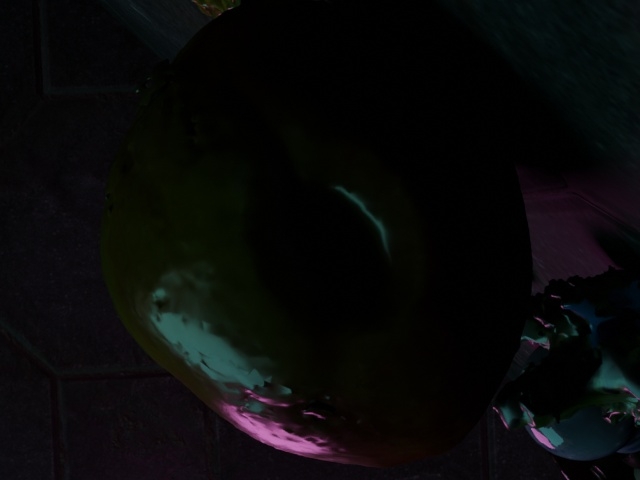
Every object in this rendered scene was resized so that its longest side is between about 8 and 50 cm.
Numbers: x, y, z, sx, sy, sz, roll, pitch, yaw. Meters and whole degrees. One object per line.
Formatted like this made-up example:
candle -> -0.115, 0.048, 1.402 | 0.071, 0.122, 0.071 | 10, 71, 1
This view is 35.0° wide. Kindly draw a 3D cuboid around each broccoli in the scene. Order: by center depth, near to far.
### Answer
broccoli -> 0.207, 0.094, 0.771 | 0.167, 0.160, 0.154 | 53, 156, 28

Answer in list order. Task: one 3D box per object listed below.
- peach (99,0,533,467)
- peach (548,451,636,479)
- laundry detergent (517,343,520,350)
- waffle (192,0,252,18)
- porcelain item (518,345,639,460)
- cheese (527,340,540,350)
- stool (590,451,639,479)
peach -> 0.001, -0.002, 0.752 | 0.373, 0.290, 0.372 | 43, -177, -3
peach -> 0.422, 0.303, 1.397 | 0.279, 0.189, 0.068 | 43, 136, 14
laundry detergent -> 0.327, 0.179, 1.938 | 0.097, 0.061, 0.206 | 44, 178, -7
waffle -> -0.094, -0.241, 0.833 | 0.283, 0.065, 0.309 | 46, -179, -30
porcelain item -> 0.307, 0.181, 1.139 | 0.141, 0.141, 0.259 | 41, -174, 34
cheese -> 0.300, 0.123, 1.461 | 0.095, 0.038, 0.145 | 44, -176, -15
stool -> 0.400, 0.260, 1.315 | 0.217, 0.121, 0.125 | 48, 176, -11
